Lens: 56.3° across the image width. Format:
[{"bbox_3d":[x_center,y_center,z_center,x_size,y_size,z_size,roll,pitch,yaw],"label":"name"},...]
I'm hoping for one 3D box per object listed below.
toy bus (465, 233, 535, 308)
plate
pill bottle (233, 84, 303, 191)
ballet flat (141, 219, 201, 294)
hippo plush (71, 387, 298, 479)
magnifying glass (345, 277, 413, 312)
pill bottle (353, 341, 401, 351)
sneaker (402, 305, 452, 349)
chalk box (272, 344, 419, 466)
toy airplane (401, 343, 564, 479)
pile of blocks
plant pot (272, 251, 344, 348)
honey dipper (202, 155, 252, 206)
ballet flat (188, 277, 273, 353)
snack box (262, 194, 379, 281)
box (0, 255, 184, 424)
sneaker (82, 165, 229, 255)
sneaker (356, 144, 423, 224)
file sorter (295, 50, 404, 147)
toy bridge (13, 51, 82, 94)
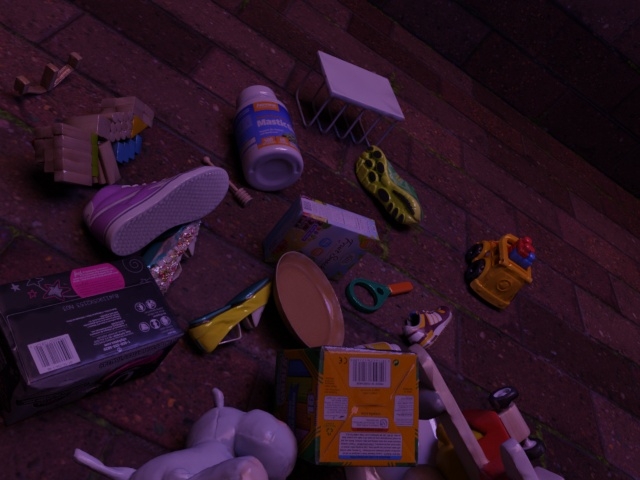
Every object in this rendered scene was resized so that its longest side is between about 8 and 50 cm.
[{"bbox_3d":[0.550,0.056,1.775,0.149,0.211,0.220,32,36,-10],"label":"toy bus"},{"bbox_3d":[0.155,0.398,1.211,0.277,0.045,0.278,13,45,-32],"label":"plate"},{"bbox_3d":[-0.143,-0.271,1.538,0.152,0.152,0.272,12,46,-34],"label":"pill bottle"},{"bbox_3d":[-0.294,0.023,1.180,0.077,0.091,0.241,60,33,-27],"label":"ballet flat"},{"bbox_3d":[-0.154,0.367,0.882,0.294,0.234,0.236,1,13,14],"label":"hippo plush"},{"bbox_3d":[0.152,0.130,1.502,0.231,0.026,0.092,-7,57,-43],"label":"magnifying glass"},{"bbox_3d":[0.123,0.256,1.309,0.116,0.065,0.065,0,53,-41],"label":"pill bottle"},{"bbox_3d":[0.266,0.197,1.493,0.084,0.069,0.185,49,36,1],"label":"sneaker"},{"bbox_3d":[0.024,0.282,1.044,0.180,0.289,0.179,7,76,-20],"label":"chalk box"},{"bbox_3d":[0.268,0.414,1.040,0.384,0.272,0.386,54,13,-44],"label":"toy airplane"},{"bbox_3d":[-0.472,-0.198,1.233,0.112,0.149,0.362,-1,24,15],"label":"pile of blocks"},{"bbox_3d":[-0.029,0.136,1.270,0.236,0.032,0.236,44,30,-34],"label":"plant pot"},{"bbox_3d":[-0.228,-0.145,1.438,0.161,0.030,0.030,44,36,8],"label":"honey dipper"},{"bbox_3d":[-0.163,0.149,1.169,0.231,0.077,0.077,-31,97,-52],"label":"ballet flat"},{"bbox_3d":[0.000,0.000,1.369,0.207,0.174,0.070,16,44,-29],"label":"snack box"},{"bbox_3d":[-0.370,0.147,0.918,0.247,0.142,0.163,-14,64,-47],"label":"box"},{"bbox_3d":[-0.327,-0.091,1.171,0.282,0.102,0.161,-31,45,-33],"label":"sneaker"},{"bbox_3d":[0.206,-0.157,1.795,0.123,0.109,0.295,21,35,-59],"label":"sneaker"},{"bbox_3d":[0.083,-0.427,1.880,0.278,0.173,0.193,12,46,-33],"label":"file sorter"},{"bbox_3d":[-0.588,-0.353,1.296,0.026,0.063,0.188,38,38,-5],"label":"toy bridge"}]
